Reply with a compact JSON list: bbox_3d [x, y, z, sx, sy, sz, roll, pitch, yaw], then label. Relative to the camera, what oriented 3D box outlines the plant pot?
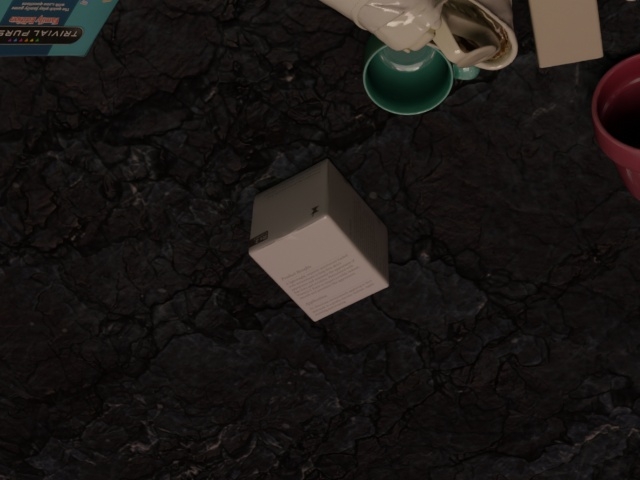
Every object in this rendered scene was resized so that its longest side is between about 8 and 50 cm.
[{"bbox_3d":[0.508,-0.152,1.839,0.201,0.201,0.180,-9,144,10],"label":"plant pot"}]

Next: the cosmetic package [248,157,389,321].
[{"bbox_3d":[0.000,0.000,2.006,0.151,0.151,0.183,-26,125,22],"label":"cosmetic package"}]

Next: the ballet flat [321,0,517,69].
[{"bbox_3d":[0.142,-0.301,1.631,0.400,0.139,0.139,4,143,-49],"label":"ballet flat"}]

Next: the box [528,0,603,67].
[{"bbox_3d":[0.321,-0.382,1.692,0.094,0.113,0.275,-9,128,11],"label":"box"}]

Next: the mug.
[{"bbox_3d":[0.139,-0.258,1.815,0.158,0.097,0.129,24,127,-18],"label":"mug"}]

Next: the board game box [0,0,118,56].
[{"bbox_3d":[-0.355,-0.388,1.645,0.254,0.079,0.336,-10,149,-49],"label":"board game box"}]
